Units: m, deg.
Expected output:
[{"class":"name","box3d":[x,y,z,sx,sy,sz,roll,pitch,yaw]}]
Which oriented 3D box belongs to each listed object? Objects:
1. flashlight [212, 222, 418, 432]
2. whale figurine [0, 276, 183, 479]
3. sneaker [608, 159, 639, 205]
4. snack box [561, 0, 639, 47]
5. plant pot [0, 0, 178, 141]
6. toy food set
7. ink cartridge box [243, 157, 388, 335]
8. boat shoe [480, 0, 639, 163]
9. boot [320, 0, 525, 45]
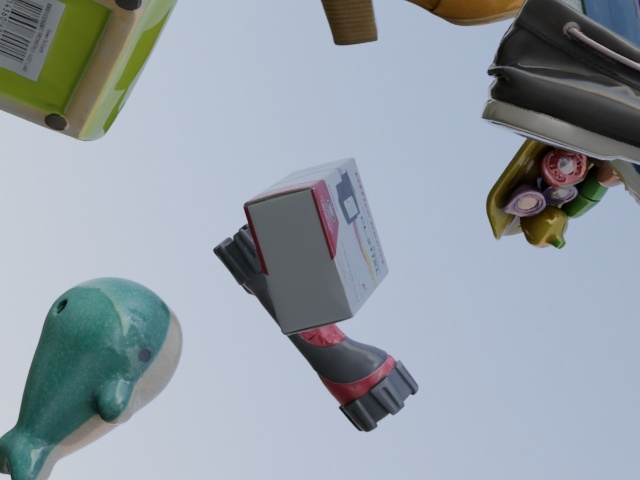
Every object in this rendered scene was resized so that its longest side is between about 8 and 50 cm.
[{"class":"flashlight","box3d":[-0.004,0.101,1.773,0.304,0.103,0.103,53,-10,-4]},{"class":"whale figurine","box3d":[-0.286,0.156,1.597,0.141,0.272,0.216,49,-15,-30]},{"class":"sneaker","box3d":[0.336,-0.018,1.140,0.131,0.112,0.296,3,-43,44]},{"class":"snack box","box3d":[0.215,-0.260,1.123,0.207,0.070,0.174,-97,171,-65]},{"class":"plant pot","box3d":[-0.202,-0.218,1.023,0.228,0.227,0.207,-52,-159,45]},{"class":"toy food set","box3d":[0.252,-0.065,1.366,0.071,0.128,0.218,54,-52,33]},{"class":"ink cartridge box","box3d":[0.000,0.000,1.313,0.175,0.072,0.127,-43,117,-71]},{"class":"boat shoe","box3d":[0.270,-0.072,0.882,0.112,0.335,0.095,-39,147,-83]},{"class":"boot","box3d":[0.125,-0.339,1.508,0.104,0.295,0.211,-99,178,-69]}]
